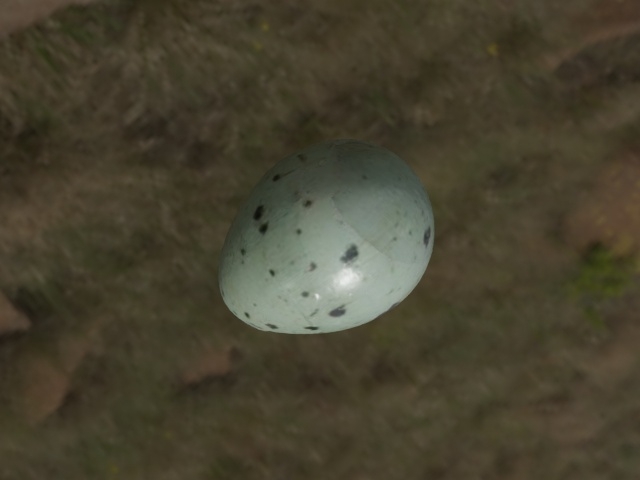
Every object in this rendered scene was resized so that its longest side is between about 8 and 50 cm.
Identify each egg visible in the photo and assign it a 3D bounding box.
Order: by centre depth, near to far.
[{"bbox_3d":[0.000,0.000,1.138,0.164,0.131,0.131,-24,166,23],"label":"egg"}]
